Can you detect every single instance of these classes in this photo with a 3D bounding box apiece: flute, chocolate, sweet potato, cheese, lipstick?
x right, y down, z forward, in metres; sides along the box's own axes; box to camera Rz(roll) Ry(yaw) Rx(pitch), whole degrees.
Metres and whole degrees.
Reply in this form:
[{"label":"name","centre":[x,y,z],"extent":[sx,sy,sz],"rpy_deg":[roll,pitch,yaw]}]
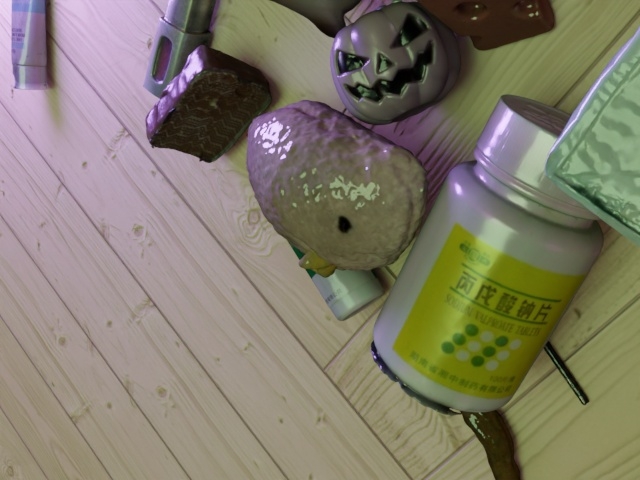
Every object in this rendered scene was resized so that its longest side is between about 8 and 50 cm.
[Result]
[{"label":"flute","centre":[0.301,0.117,1.167],"extent":[0.014,0.014,0.269],"rpy_deg":[-41,77,38]},{"label":"chocolate","centre":[-0.191,-0.232,1.372],"extent":[0.214,0.148,0.093],"rpy_deg":[-42,50,35]},{"label":"sweet potato","centre":[0.262,0.304,1.229],"extent":[0.054,0.053,0.182],"rpy_deg":[-27,88,1]},{"label":"cheese","centre":[0.207,-0.375,1.042],"extent":[0.128,0.203,0.177],"rpy_deg":[-9,66,44]},{"label":"lipstick","centre":[-0.232,-0.366,1.408],"extent":[0.079,0.077,0.252],"rpy_deg":[37,121,25]}]

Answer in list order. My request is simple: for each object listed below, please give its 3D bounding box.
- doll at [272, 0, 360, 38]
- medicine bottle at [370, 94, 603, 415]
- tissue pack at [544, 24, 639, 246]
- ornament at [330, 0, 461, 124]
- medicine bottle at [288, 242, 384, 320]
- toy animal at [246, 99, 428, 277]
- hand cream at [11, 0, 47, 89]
[{"label":"doll","centre":[0.023,-0.474,1.060],"extent":[0.226,0.215,0.370],"rpy_deg":[29,101,69]},{"label":"medicine bottle","centre":[0.230,0.021,1.057],"extent":[0.214,0.214,0.378],"rpy_deg":[35,116,26]},{"label":"tissue pack","centre":[0.428,-0.167,0.731],"extent":[0.205,0.405,0.331],"rpy_deg":[42,125,17]},{"label":"ornament","centre":[0.098,-0.249,1.119],"extent":[0.178,0.177,0.177],"rpy_deg":[12,110,36]},{"label":"medicine bottle","centre":[0.000,0.000,1.321],"extent":[0.095,0.095,0.260],"rpy_deg":[-40,76,39]},{"label":"toy animal","centre":[0.005,-0.074,1.170],"extent":[0.358,0.188,0.226],"rpy_deg":[39,144,43]},{"label":"hand cream","centre":[-0.601,-0.469,1.682],"extent":[0.111,0.070,0.312],"rpy_deg":[12,106,39]}]
